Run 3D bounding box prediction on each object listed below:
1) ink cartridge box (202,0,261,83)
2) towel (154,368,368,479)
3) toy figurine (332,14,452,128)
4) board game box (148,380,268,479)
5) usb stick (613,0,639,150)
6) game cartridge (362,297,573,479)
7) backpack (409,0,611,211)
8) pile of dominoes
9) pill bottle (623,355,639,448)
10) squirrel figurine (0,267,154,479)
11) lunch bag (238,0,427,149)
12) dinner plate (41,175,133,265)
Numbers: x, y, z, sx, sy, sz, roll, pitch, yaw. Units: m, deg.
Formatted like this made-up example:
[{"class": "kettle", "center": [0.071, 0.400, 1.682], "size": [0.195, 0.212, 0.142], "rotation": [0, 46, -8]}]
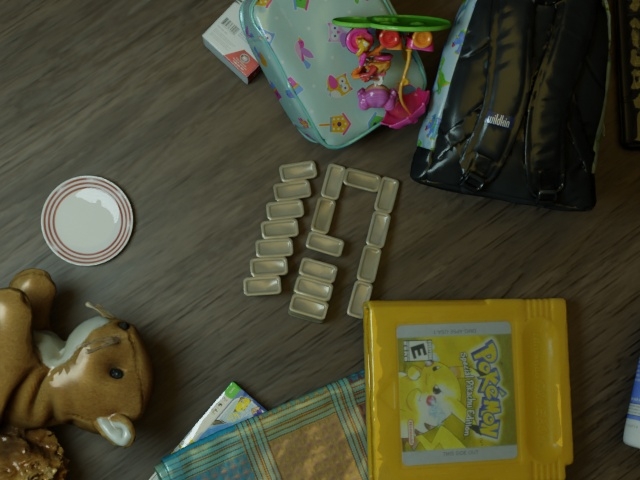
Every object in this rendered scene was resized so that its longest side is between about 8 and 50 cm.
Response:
[{"class": "ink cartridge box", "center": [-0.105, -0.331, 1.696], "size": [0.099, 0.056, 0.135], "rotation": [43, 84, 2]}, {"class": "towel", "center": [-0.032, 0.379, 1.601], "size": [0.370, 0.040, 0.271], "rotation": [-22, 91, -13]}, {"class": "toy figurine", "center": [0.100, -0.242, 1.568], "size": [0.173, 0.130, 0.159], "rotation": [0, 109, -6]}, {"class": "board game box", "center": [-0.148, 0.334, 1.633], "size": [0.136, 0.035, 0.201], "rotation": [40, 83, 1]}, {"class": "usb stick", "center": [0.516, -0.282, 1.730], "size": [0.077, 0.045, 0.278], "rotation": [-2, 84, 4]}, {"class": "game cartridge", "center": [0.227, 0.230, 1.633], "size": [0.324, 0.053, 0.285], "rotation": [-1, 84, -12]}, {"class": "backpack", "center": [0.301, -0.250, 1.630], "size": [0.290, 0.273, 0.355], "rotation": [8, 105, 0]}, {"class": "pile of dominoes", "center": [0.000, 0.000, 1.689], "size": [0.196, 0.040, 0.251], "rotation": [16, 75, -1]}, {"class": "pill bottle", "center": [0.561, 0.195, 1.628], "size": [0.152, 0.152, 0.272], "rotation": [14, 84, -1]}, {"class": "squirrel figurine", "center": [-0.439, 0.239, 1.549], "size": [0.370, 0.281, 0.397], "rotation": [13, 98, -12]}, {"class": "lunch bag", "center": [0.026, -0.292, 1.643], "size": [0.224, 0.108, 0.279], "rotation": [-35, 109, -11]}, {"class": "dinner plate", "center": [-0.362, -0.030, 1.671], "size": [0.141, 0.017, 0.141], "rotation": [0, 85, -2]}]
